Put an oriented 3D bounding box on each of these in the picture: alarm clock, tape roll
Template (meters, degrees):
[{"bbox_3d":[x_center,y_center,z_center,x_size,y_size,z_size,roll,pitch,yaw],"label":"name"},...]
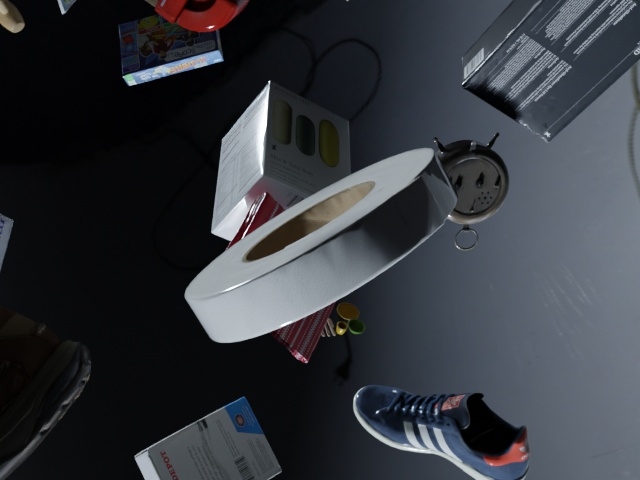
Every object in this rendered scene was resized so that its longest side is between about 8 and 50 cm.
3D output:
[{"bbox_3d":[0.235,-0.073,1.278,0.064,0.129,0.192,-111,16,-68],"label":"alarm clock"},{"bbox_3d":[0.000,0.000,1.074,0.392,0.392,0.072,-22,103,35],"label":"tape roll"}]

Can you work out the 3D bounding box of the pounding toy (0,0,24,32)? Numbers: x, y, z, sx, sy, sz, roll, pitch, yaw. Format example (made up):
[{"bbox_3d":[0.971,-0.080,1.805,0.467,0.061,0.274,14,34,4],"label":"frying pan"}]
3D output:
[{"bbox_3d":[-0.604,-0.394,1.241,0.154,0.269,0.155,48,118,13],"label":"pounding toy"}]

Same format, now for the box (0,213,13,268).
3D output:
[{"bbox_3d":[-0.430,0.071,0.779,0.127,0.231,0.262,11,80,1],"label":"box"}]

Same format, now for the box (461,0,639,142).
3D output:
[{"bbox_3d":[0.369,-0.303,1.226,0.261,0.184,0.103,-47,20,39],"label":"box"}]

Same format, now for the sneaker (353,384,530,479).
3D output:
[{"bbox_3d":[0.226,0.326,1.490,0.350,0.131,0.148,18,133,20],"label":"sneaker"}]

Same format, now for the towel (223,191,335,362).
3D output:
[{"bbox_3d":[-0.067,0.068,1.428,0.031,0.275,0.199,1,55,42],"label":"towel"}]

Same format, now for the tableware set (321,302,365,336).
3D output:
[{"bbox_3d":[0.030,0.132,1.637,0.154,0.104,0.024,-112,32,-43],"label":"tableware set"}]

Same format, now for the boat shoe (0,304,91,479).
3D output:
[{"bbox_3d":[-0.305,0.179,0.569,0.324,0.116,0.123,-54,6,-34],"label":"boat shoe"}]

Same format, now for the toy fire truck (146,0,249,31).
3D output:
[{"bbox_3d":[-0.082,-0.347,0.994,0.217,0.246,0.158,-51,9,28],"label":"toy fire truck"}]

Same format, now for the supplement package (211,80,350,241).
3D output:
[{"bbox_3d":[-0.074,-0.130,1.584,0.198,0.199,0.262,-43,34,40],"label":"supplement package"}]

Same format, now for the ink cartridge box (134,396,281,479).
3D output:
[{"bbox_3d":[-0.193,0.383,1.373,0.086,0.203,0.148,-36,79,54],"label":"ink cartridge box"}]

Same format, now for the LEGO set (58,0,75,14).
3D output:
[{"bbox_3d":[-0.375,-0.478,1.244,0.060,0.182,0.244,-6,32,4],"label":"LEGO set"}]

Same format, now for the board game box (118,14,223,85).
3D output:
[{"bbox_3d":[-0.303,-0.399,1.613,0.201,0.035,0.136,-13,63,5],"label":"board game box"}]
